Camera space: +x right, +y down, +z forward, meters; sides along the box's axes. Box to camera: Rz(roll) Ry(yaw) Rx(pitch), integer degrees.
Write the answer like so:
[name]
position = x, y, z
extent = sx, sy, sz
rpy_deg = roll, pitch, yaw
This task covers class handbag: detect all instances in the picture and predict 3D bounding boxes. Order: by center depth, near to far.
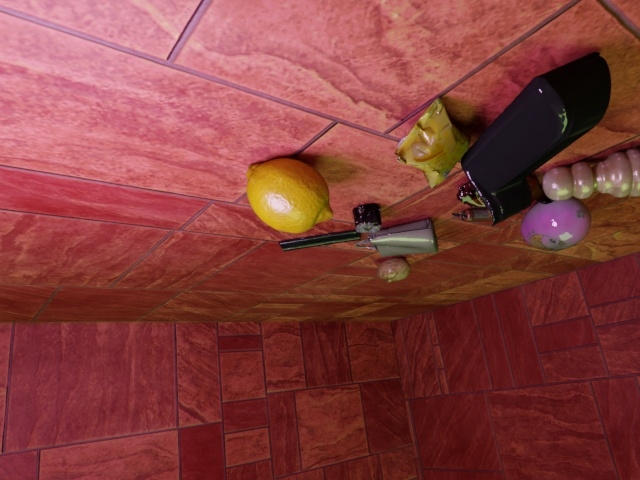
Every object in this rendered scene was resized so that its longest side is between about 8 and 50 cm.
[handbag]
position = 0.285, 0.015, 1.810
extent = 0.315, 0.109, 0.241
rpy_deg = -13, 159, 14

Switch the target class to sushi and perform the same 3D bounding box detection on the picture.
[sushi]
position = 0.155, -0.069, 1.559
extent = 0.094, 0.084, 0.098
rpy_deg = -3, 158, -8

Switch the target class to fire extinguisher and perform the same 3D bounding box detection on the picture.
[fire extinguisher]
position = 0.565, -0.091, 1.714
extent = 0.177, 0.050, 0.062
rpy_deg = -1, -161, -17

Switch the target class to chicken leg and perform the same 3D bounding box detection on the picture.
[chicken leg]
position = 0.615, -0.147, 1.499
extent = 0.407, 0.096, 0.158
rpy_deg = -2, 165, -23

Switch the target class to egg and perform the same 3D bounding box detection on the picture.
[egg]
position = 0.833, -0.058, 1.693
extent = 0.196, 0.196, 0.271
rpy_deg = -8, 170, 2

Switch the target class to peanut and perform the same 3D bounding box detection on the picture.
[peanut]
position = 0.344, 0.135, 2.208
extent = 0.159, 0.109, 0.140
rpy_deg = -8, 176, -39

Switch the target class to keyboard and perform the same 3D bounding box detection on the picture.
[keyboard]
position = 0.000, 0.000, 1.803
extent = 0.309, 0.018, 0.101
rpy_deg = -9, 160, 4

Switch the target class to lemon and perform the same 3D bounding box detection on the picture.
[lemon]
position = -0.079, -0.113, 1.185
extent = 0.244, 0.187, 0.187
rpy_deg = 29, 154, -6

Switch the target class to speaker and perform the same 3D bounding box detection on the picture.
[speaker]
position = 0.479, -0.205, 1.055
extent = 0.180, 0.184, 0.388
rpy_deg = -26, 167, -18

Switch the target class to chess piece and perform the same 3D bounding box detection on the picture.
[chess piece]
position = 0.804, -0.180, 1.414
extent = 0.260, 0.143, 0.143
rpy_deg = -9, 162, 17

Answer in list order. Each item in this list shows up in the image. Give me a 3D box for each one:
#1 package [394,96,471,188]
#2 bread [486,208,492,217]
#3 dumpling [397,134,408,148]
[package]
position = 0.264, -0.216, 1.096
extent = 0.226, 0.090, 0.168
rpy_deg = 17, 111, -50
[bread]
position = 0.637, -0.118, 1.637
extent = 0.113, 0.060, 0.082
rpy_deg = -2, 162, -22
[dumpling]
position = 0.224, -0.222, 1.170
extent = 0.057, 0.052, 0.076
rpy_deg = -26, 160, 13
